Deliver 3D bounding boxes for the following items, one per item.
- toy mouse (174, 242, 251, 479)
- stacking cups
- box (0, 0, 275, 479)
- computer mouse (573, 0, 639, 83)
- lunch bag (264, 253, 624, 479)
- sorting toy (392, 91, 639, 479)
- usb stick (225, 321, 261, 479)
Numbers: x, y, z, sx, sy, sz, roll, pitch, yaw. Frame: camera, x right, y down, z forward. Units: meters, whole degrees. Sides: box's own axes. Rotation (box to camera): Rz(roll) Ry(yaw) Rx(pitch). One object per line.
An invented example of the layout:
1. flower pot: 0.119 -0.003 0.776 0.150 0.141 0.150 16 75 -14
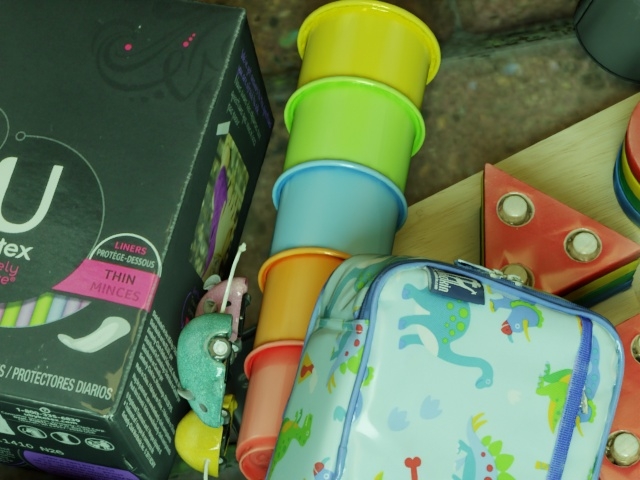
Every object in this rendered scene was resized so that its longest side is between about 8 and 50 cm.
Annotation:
1. toy mouse: -0.062 0.060 1.103 0.031 0.143 0.161 7 34 3
2. stacking cups: 0.000 0.000 1.171 0.096 0.096 0.316 11 56 5
3. box: -0.145 -0.006 1.171 0.165 0.143 0.270 10 65 12
4. computer mouse: 0.256 -0.234 1.323 0.262 0.060 0.184 -36 71 -15
5. lunch bag: 0.067 0.123 1.045 0.176 0.090 0.219 19 83 -25
6. sorting toy: 0.201 0.029 1.187 0.257 0.089 0.255 -27 68 -11
7. usb stick: 0.022 0.169 1.151 0.077 0.045 0.278 -29 68 -5
